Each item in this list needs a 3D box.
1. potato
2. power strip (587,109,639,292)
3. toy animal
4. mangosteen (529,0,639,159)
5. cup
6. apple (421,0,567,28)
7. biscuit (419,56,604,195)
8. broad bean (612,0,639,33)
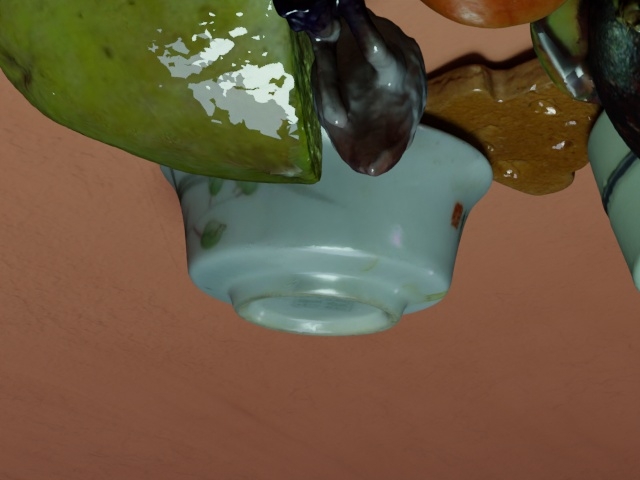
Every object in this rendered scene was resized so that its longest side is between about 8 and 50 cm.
[{"bbox_3d":[-0.148,-0.153,1.293,0.280,0.213,0.330,-3,156,5],"label":"potato"},{"bbox_3d":[0.436,-0.070,1.563,0.357,0.161,0.357,-13,155,-6],"label":"power strip"},{"bbox_3d":[0.035,-0.138,1.245,0.090,0.195,0.324,-11,176,9],"label":"toy animal"},{"bbox_3d":[0.339,-0.170,1.264,0.311,0.311,0.311,-3,156,-1],"label":"mangosteen"},{"bbox_3d":[0.000,0.000,1.645,0.347,0.163,0.347,4,163,1],"label":"cup"},{"bbox_3d":[0.118,-0.244,1.180,0.199,0.199,0.199,-3,156,-1],"label":"apple"},{"bbox_3d":[0.156,-0.118,1.617,0.306,0.043,0.284,0,158,-1],"label":"biscuit"},{"bbox_3d":[0.262,-0.287,1.110,0.049,0.144,0.292,19,107,-18],"label":"broad bean"}]
